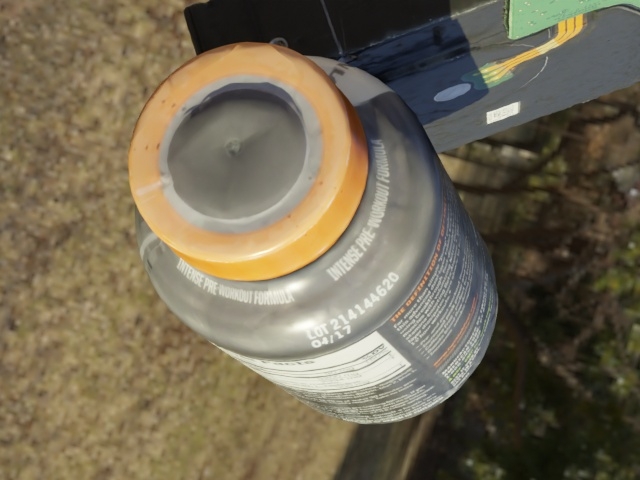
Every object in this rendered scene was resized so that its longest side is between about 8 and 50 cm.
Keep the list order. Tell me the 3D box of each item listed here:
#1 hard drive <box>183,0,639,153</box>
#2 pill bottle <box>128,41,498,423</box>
[{"bbox_3d":[0.112,-0.125,0.759,0.237,0.339,0.064,53,18,-77],"label":"hard drive"},{"bbox_3d":[0.000,0.000,0.612,0.245,0.130,0.130,49,56,-68],"label":"pill bottle"}]
